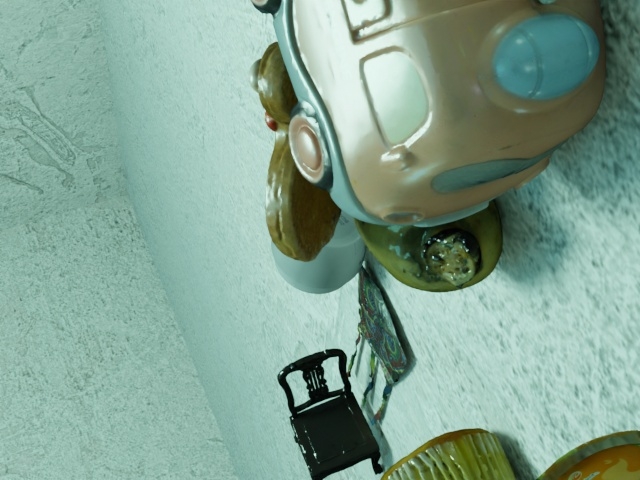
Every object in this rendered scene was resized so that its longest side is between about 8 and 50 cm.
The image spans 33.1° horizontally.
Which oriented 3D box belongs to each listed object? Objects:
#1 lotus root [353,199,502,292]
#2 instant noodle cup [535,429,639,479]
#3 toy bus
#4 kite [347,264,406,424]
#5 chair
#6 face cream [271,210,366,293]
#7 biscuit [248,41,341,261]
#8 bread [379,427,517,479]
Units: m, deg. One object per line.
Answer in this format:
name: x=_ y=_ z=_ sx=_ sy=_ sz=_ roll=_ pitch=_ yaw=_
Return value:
lotus root: x=0.095 y=-0.015 z=0.953 sx=0.221 sy=0.125 sz=0.118 roll=-123 pitch=47 yaw=-60
instant noodle cup: x=0.232 y=0.229 z=0.594 sx=0.182 sy=0.230 sz=0.230 roll=-8 pitch=99 yaw=64
toy bus: x=0.087 y=-0.158 z=0.743 sx=0.232 sy=0.194 sz=0.288 roll=-11 pitch=95 yaw=62
kite: x=0.071 y=0.152 z=1.431 sx=0.285 sy=0.015 sz=0.152 roll=99 pitch=152 yaw=-57
chair: x=0.013 y=0.258 z=1.508 sx=0.229 sy=0.106 sz=0.113 roll=79 pitch=167 yaw=-58
face cream: x=0.000 y=0.000 z=1.316 sx=0.104 sy=0.117 sz=0.117 roll=108 pitch=143 yaw=-52
biscuit: x=-0.004 y=-0.144 z=0.915 sx=0.205 sy=0.049 sz=0.324 roll=-4 pitch=-80 yaw=-67
bread: x=0.130 y=0.266 z=1.122 sx=0.190 sy=0.132 sz=0.114 roll=102 pitch=149 yaw=-56
